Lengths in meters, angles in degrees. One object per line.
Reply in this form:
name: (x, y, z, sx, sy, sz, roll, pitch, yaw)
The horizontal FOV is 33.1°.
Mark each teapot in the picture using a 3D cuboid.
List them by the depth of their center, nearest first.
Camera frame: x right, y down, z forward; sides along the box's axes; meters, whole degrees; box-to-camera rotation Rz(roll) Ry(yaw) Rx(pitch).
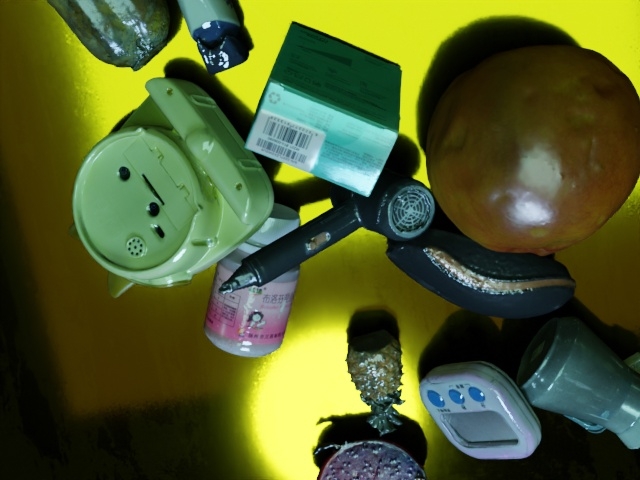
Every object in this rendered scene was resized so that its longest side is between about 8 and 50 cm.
teapot: (0.458, 0.253, 1.848, 0.225, 0.171, 0.203, 30, 146, -1)

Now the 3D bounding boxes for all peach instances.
peach: (0.324, -0.127, 1.641, 0.343, 0.343, 0.301, -7, 83, 4)

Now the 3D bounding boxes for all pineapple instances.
pineapple: (0.102, 0.258, 1.899, 0.108, 0.108, 0.197, -8, 114, 4)

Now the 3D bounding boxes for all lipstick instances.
lipstick: (0.521, 0.248, 1.920, 0.129, 0.030, 0.030, -35, 105, 16)

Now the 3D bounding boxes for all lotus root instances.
lotus root: (-0.346, -0.390, 1.667, 0.152, 0.160, 0.275, -42, 105, -11)

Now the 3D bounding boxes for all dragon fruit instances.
dragon fruit: (0.097, 0.472, 1.959, 0.224, 0.148, 0.218, 4, 78, 10)

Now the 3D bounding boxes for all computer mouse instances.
computer mouse: (0.261, 0.059, 1.786, 0.323, 0.183, 0.116, 15, 79, -2)

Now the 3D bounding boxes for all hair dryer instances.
hair dryer: (0.000, 0.000, 1.697, 0.352, 0.189, 0.107, -32, 114, -17)

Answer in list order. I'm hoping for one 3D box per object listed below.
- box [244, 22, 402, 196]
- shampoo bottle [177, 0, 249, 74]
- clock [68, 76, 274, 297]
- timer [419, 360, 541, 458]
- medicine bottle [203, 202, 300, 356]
box: (0.012, -0.205, 1.637, 0.205, 0.311, 0.118, 23, 116, -7)
shampoo bottle: (-0.207, -0.434, 1.658, 0.078, 0.134, 0.359, -18, 107, 9)
clock: (-0.269, -0.064, 1.741, 0.348, 0.117, 0.286, -41, 78, 18)
timer: (0.277, 0.294, 1.868, 0.208, 0.069, 0.190, -17, 112, 53)
medicine bottle: (-0.109, 0.063, 1.815, 0.147, 0.147, 0.247, 13, 107, -3)
